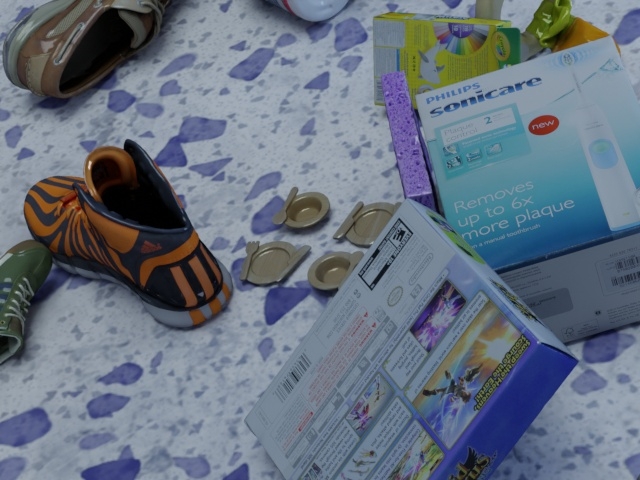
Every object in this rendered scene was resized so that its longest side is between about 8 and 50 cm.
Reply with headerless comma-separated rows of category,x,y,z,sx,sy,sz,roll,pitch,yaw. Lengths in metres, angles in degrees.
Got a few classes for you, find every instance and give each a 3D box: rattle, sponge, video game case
rattle,0.232,-0.269,1.968,0.130,0.200,0.143,-25,41,-3
sponge,0.099,-0.071,1.875,0.031,0.117,0.210,-14,41,6
video game case,0.073,0.136,1.609,0.269,0.061,0.244,-54,39,13

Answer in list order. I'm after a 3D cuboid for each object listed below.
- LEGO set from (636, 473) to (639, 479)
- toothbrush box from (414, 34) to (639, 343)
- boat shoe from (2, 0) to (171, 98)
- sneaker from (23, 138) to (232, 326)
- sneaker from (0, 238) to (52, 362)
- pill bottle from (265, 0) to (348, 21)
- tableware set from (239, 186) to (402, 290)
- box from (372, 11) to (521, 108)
LEGO set,0.169,0.327,1.353,0.255,0.192,0.331,-6,43,18
toothbrush box,0.230,-0.046,1.786,0.216,0.126,0.295,-16,40,7
boat shoe,-0.247,-0.286,2.272,0.324,0.123,0.116,-45,52,-16
sneaker,-0.226,-0.043,1.937,0.321,0.180,0.124,24,58,40
sneaker,-0.339,0.087,1.939,0.086,0.064,0.192,24,63,39
pill bottle,-0.049,-0.347,2.249,0.108,0.108,0.180,-40,43,-20
tableware set,0.000,0.000,1.916,0.168,0.020,0.141,8,49,30
box,0.145,-0.195,1.998,0.179,0.105,0.043,10,20,32
